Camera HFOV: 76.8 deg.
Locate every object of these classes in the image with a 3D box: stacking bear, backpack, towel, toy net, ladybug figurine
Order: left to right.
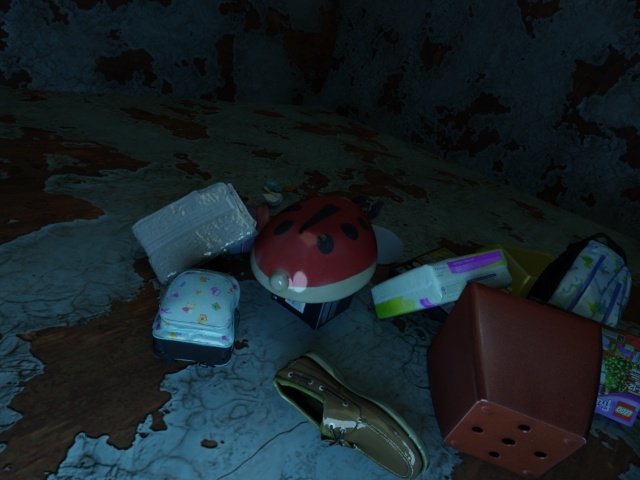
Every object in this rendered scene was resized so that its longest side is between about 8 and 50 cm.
[{"bbox_3d":[-0.319,-0.028,1.039,0.282,0.049,0.187,-31,71,-14],"label":"towel"},{"bbox_3d":[-0.247,0.141,0.828,0.166,0.144,0.188,9,36,-10],"label":"backpack"},{"bbox_3d":[-0.299,-0.034,1.151,0.289,0.164,0.175,3,29,-13],"label":"stacking bear"},{"bbox_3d":[-0.175,-0.184,1.610,0.122,0.045,0.232,13,29,-9],"label":"toy net"},{"bbox_3d":[0.000,0.000,1.020,0.305,0.162,0.449,20,27,12],"label":"ladybug figurine"},{"bbox_3d":[0.711,0.179,1.147,0.355,0.290,0.273,-17,57,-34],"label":"backpack"}]

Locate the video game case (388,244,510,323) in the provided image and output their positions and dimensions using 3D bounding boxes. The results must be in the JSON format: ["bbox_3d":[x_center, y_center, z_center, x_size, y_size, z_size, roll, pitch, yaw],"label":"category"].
[{"bbox_3d":[0.395,0.132,1.256,0.248,0.035,0.275,-19,40,-26],"label":"video game case"}]

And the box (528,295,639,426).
[{"bbox_3d":[0.619,0.283,0.969,0.293,0.201,0.057,21,4,11],"label":"box"}]

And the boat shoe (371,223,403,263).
[{"bbox_3d":[0.107,-0.020,1.371,0.340,0.127,0.158,18,9,-18],"label":"boat shoe"}]

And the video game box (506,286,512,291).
[{"bbox_3d":[0.506,0.130,1.368,0.187,0.048,0.205,-5,34,-29],"label":"video game box"}]

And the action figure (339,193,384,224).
[{"bbox_3d":[0.133,-0.098,1.464,0.185,0.099,0.285,35,-8,-1],"label":"action figure"}]

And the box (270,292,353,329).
[{"bbox_3d":[-0.015,0.128,1.051,0.156,0.093,0.158,30,29,26],"label":"box"}]

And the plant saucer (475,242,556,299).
[{"bbox_3d":[0.805,0.117,1.512,0.332,0.081,0.333,10,27,-10],"label":"plant saucer"}]

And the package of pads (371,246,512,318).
[{"bbox_3d":[0.293,0.111,1.012,0.229,0.296,0.101,-10,77,-23],"label":"package of pads"}]

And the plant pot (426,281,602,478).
[{"bbox_3d":[0.367,0.289,0.796,0.267,0.267,0.236,19,41,7],"label":"plant pot"}]

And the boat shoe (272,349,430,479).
[{"bbox_3d":[0.039,0.321,0.718,0.307,0.111,0.104,25,31,39],"label":"boat shoe"}]
